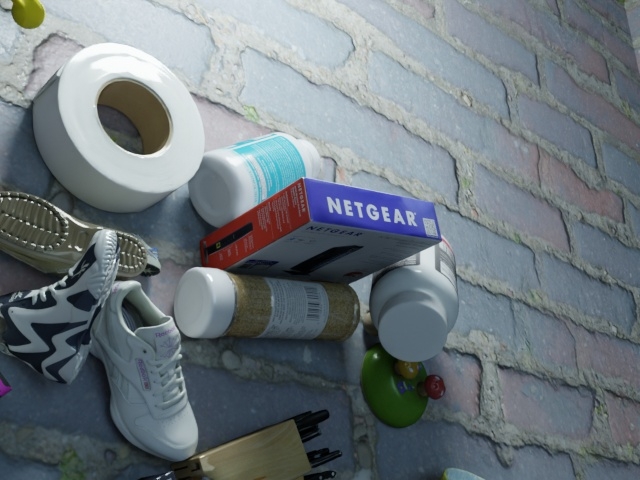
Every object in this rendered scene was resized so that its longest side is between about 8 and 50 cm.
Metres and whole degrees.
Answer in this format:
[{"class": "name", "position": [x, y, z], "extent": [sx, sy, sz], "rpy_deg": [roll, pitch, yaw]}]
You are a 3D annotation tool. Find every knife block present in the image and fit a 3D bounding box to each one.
[{"class": "knife block", "position": [-0.092, 0.353, 1.416], "extent": [0.276, 0.088, 0.242], "rpy_deg": [38, 47, -24]}]

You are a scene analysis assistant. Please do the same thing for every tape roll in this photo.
[{"class": "tape roll", "position": [-0.345, -0.194, 1.431], "extent": [0.286, 0.100, 0.286], "rpy_deg": [21, 58, -36]}]

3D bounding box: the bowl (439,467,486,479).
[{"class": "bowl", "position": [0.330, 0.599, 1.631], "extent": [0.289, 0.289, 0.156], "rpy_deg": [27, 97, -33]}]

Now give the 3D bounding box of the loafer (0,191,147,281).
[{"class": "loafer", "position": [-0.407, 0.011, 1.281], "extent": [0.269, 0.092, 0.102], "rpy_deg": [23, 49, -16]}]

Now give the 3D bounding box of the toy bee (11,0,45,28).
[{"class": "toy bee", "position": [-0.553, -0.430, 1.333], "extent": [0.195, 0.162, 0.298], "rpy_deg": [56, 18, 4]}]

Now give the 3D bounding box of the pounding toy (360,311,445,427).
[{"class": "pounding toy", "position": [0.183, 0.261, 1.712], "extent": [0.183, 0.110, 0.236], "rpy_deg": [15, 61, -39]}]

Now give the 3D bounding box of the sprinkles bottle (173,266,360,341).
[{"class": "sprinkles bottle", "position": [-0.088, 0.123, 1.508], "extent": [0.355, 0.121, 0.121], "rpy_deg": [9, 65, -42]}]

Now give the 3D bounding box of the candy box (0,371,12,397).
[{"class": "candy box", "position": [-0.545, 0.152, 1.087], "extent": [0.233, 0.071, 0.159], "rpy_deg": [56, 44, -6]}]

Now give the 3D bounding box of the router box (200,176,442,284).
[{"class": "router box", "position": [0.000, 0.000, 1.522], "extent": [0.335, 0.301, 0.082], "rpy_deg": [7, 65, -42]}]

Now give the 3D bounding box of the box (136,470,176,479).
[{"class": "box", "position": [-0.271, 0.440, 1.197], "extent": [0.158, 0.093, 0.156], "rpy_deg": [-16, 82, -48]}]

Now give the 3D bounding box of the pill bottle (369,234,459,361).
[{"class": "pill bottle", "position": [0.189, 0.106, 1.669], "extent": [0.176, 0.176, 0.318], "rpy_deg": [50, 20, -14]}]

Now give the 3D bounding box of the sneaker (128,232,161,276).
[{"class": "sneaker", "position": [-0.328, 0.012, 1.391], "extent": [0.135, 0.052, 0.058], "rpy_deg": [33, 40, -38]}]

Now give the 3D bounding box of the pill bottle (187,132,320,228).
[{"class": "pill bottle", "position": [-0.115, -0.124, 1.585], "extent": [0.264, 0.146, 0.146], "rpy_deg": [-25, 88, -47]}]

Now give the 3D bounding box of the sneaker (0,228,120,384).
[{"class": "sneaker", "position": [-0.394, 0.078, 1.200], "extent": [0.153, 0.235, 0.094], "rpy_deg": [20, 11, -4]}]

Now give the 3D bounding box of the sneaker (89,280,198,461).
[{"class": "sneaker", "position": [-0.267, 0.202, 1.274], "extent": [0.114, 0.152, 0.305], "rpy_deg": [-32, 95, -50]}]
